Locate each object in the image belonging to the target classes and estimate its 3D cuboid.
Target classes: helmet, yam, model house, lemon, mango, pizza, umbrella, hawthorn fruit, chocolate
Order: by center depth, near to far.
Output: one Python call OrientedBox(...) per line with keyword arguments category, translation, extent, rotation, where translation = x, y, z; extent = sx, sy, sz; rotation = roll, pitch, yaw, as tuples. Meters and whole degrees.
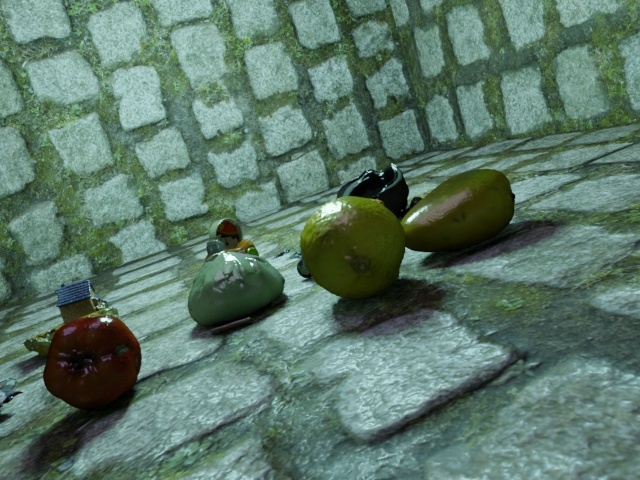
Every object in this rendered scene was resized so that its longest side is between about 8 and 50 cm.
OrientedBox(category="hawthorn fruit", translation=(-0.501, 0.281, 1.256), extent=(0.207, 0.208, 0.243), rotation=(-19, -17, -5))
OrientedBox(category="lemon", translation=(0.085, 0.016, 1.373), extent=(0.268, 0.268, 0.322), rotation=(-21, 15, -13))
OrientedBox(category="yam", translation=(-0.239, 0.229, 1.465), extent=(0.116, 0.021, 0.021), rotation=(-17, 11, -1))
OrientedBox(category="mango", translation=(0.381, -0.080, 1.543), extent=(0.364, 0.182, 0.253), rotation=(-22, 17, -13))
OrientedBox(category="pizza", translation=(-0.844, 0.316, 1.834), extent=(0.323, 0.090, 0.223), rotation=(-22, 5, -11))
OrientedBox(category="chocolate", translation=(0.360, -0.119, 2.159), extent=(0.072, 0.070, 0.147), rotation=(3, 32, 36))
OrientedBox(category="model house", translation=(-0.968, 0.235, 2.217), extent=(0.166, 0.172, 0.183), rotation=(-21, 11, -8))
OrientedBox(category="umbrella", translation=(-0.155, 0.053, 2.222), extent=(0.122, 0.013, 0.022), rotation=(-23, 33, -29))
OrientedBox(category="helmet", translation=(0.232, -0.174, 2.253), extent=(0.305, 0.177, 0.225), rotation=(-14, 38, 37))

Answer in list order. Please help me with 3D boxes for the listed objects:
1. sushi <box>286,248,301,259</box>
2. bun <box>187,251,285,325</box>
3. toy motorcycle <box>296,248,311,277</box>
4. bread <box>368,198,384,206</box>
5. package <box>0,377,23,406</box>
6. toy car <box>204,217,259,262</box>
OrientedBox(category="sushi", translation=(0.000, 0.000, 2.142), extent=(0.231, 0.047, 0.219), rotation=(-12, 12, 29))
OrientedBox(category="bun", translation=(-0.259, 0.119, 1.612), extent=(0.293, 0.187, 0.293), rotation=(-15, 10, 3))
OrientedBox(category="toy motorcycle", translation=(0.014, 0.031, 1.687), extent=(0.225, 0.152, 0.073), rotation=(-14, 11, 23))
OrientedBox(category="bread", translation=(0.151, -0.052, 1.883), extent=(0.149, 0.158, 0.143), rotation=(-19, 16, -10))
OrientedBox(category="package", translation=(-0.877, 0.442, 1.353), extent=(0.269, 0.071, 0.194), rotation=(-39, 18, -29))
OrientedBox(category="toy car", translation=(-0.377, 0.023, 2.191), extent=(0.145, 0.235, 0.235), rotation=(-10, 13, 37))
